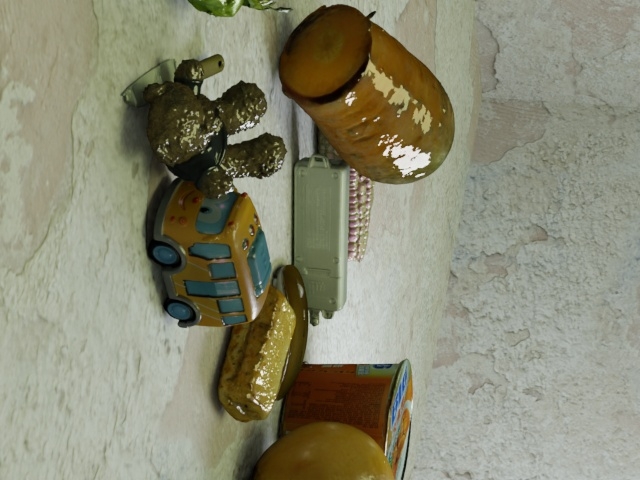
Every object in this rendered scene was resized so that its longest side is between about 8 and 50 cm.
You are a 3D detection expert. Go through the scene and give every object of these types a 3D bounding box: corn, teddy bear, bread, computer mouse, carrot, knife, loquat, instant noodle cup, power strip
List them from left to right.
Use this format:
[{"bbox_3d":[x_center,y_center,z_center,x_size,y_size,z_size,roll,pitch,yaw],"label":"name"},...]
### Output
[{"bbox_3d":[-0.191,-0.214,1.556,0.298,0.017,0.047,-44,138,-62],"label":"knife"},{"bbox_3d":[-0.150,-0.131,1.537,0.251,0.129,0.182,9,50,-62],"label":"teddy bear"},{"bbox_3d":[-0.104,0.180,1.906,0.114,0.083,0.211,65,34,-54],"label":"bread"},{"bbox_3d":[-0.057,0.166,2.147,0.126,0.056,0.245,-7,101,-76],"label":"computer mouse"},{"bbox_3d":[0.000,0.000,2.214,0.058,0.098,0.338,-53,147,-68],"label":"power strip"},{"bbox_3d":[0.008,0.444,2.070,0.263,0.263,0.263,6,90,-76],"label":"loquat"},{"bbox_3d":[0.051,-0.115,2.344,0.126,0.126,0.335,-52,150,-64],"label":"corn"},{"bbox_3d":[0.051,0.358,2.311,0.296,0.213,0.297,6,90,-76],"label":"instant noodle cup"},{"bbox_3d":[0.093,-0.242,2.093,0.340,0.224,0.224,36,59,-50],"label":"carrot"}]

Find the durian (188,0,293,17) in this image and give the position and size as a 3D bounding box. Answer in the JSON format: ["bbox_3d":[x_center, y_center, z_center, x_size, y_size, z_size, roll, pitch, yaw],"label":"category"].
[{"bbox_3d":[-0.127,-0.348,1.543,0.375,0.132,0.107,38,46,-67],"label":"durian"}]

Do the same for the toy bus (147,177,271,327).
[{"bbox_3d":[-0.140,0.020,1.601,0.126,0.136,0.210,-70,159,-44],"label":"toy bus"}]
